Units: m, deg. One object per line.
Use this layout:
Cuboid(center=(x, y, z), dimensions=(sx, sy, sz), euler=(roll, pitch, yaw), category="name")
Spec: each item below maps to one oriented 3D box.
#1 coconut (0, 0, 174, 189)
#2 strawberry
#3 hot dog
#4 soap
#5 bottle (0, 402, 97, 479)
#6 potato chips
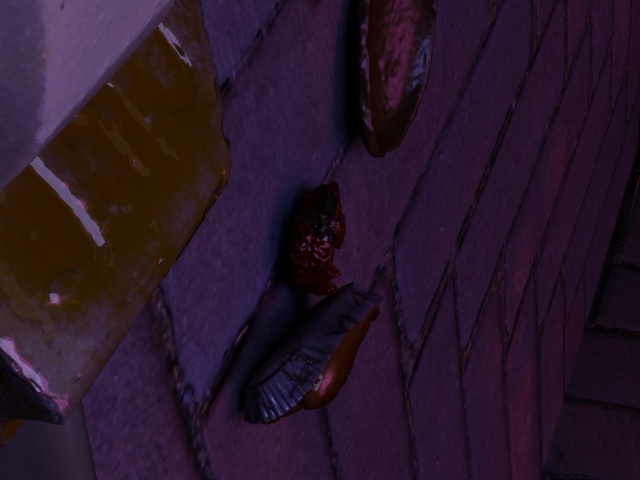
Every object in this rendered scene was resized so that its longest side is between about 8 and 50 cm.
Cuboid(center=(-0.159, -0.125, 0.437), dimensions=(0.241, 0.241, 0.241), euler=(9, 90, -71), category="coconut")
Cuboid(center=(-0.003, 0.000, 1.184), dimensions=(0.152, 0.048, 0.104), euler=(85, 11, -79), category="strawberry")
Cuboid(center=(-0.003, 0.098, 1.161), dimensions=(0.059, 0.108, 0.191), euler=(53, 32, -9), category="hot dog")
Cuboid(center=(-0.133, -0.047, 0.648), dimensions=(0.160, 0.080, 0.257), euler=(50, 43, -22), category="soap")
Cuboid(center=(-0.165, 0.108, 0.732), dimensions=(0.072, 0.072, 0.201), euler=(-56, 149, -50), category="bottle")
Cuboid(center=(0.062, -0.185, 1.273), dimensions=(0.150, 0.049, 0.201), euler=(-31, 130, -59), category="potato chips")
